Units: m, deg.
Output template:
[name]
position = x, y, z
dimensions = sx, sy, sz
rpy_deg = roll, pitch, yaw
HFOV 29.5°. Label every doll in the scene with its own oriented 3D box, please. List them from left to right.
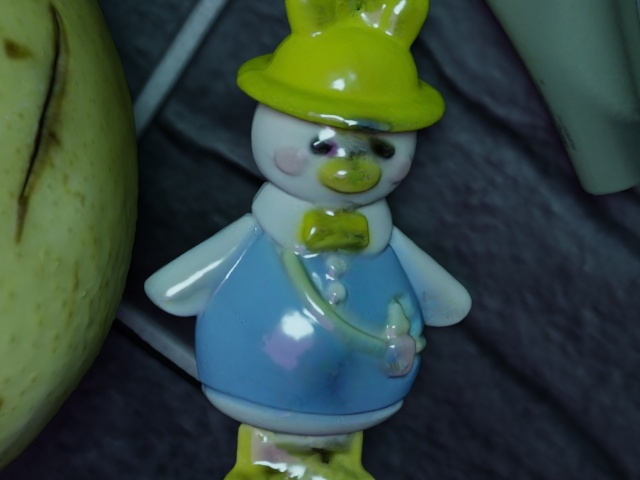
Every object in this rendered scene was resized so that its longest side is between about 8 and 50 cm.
[doll]
position = 0.000, 0.000, 0.548
dimensions = 0.135, 0.099, 0.240
rpy_deg = 12, 107, 15

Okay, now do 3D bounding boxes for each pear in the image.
[pear]
position = -0.217, -0.027, 0.495
dimensions = 0.309, 0.309, 0.309
rpy_deg = 3, 104, 12

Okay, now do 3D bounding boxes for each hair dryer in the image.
[hair dryer]
position = 0.123, -0.105, 0.469
dimensions = 0.088, 0.225, 0.218
rpy_deg = -32, 129, -19
